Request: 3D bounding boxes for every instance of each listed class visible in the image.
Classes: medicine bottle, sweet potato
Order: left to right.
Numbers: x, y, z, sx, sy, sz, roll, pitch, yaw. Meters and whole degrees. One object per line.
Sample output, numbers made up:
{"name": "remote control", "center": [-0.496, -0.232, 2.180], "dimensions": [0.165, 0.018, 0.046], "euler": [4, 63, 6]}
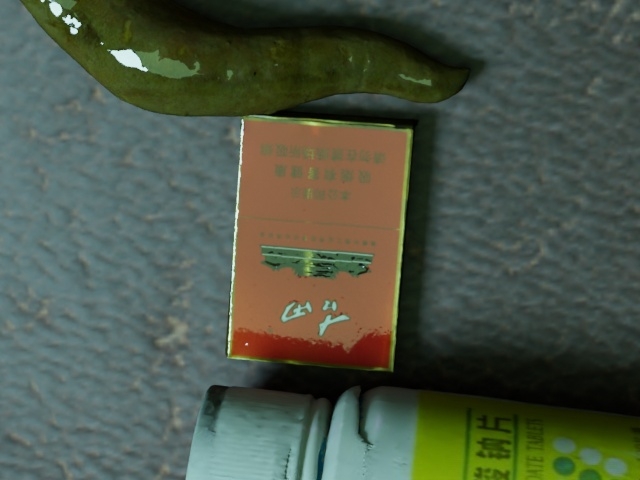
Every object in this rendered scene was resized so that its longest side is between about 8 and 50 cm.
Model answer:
{"name": "sweet potato", "center": [-0.052, -0.091, 0.807], "dimensions": [0.249, 0.059, 0.069], "euler": [15, 92, -3]}
{"name": "medicine bottle", "center": [0.064, 0.147, 0.808], "dimensions": [0.258, 0.143, 0.143], "euler": [6, 104, 4]}

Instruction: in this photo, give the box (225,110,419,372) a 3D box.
{"name": "box", "center": [0.000, 0.000, 0.839], "dimensions": [0.090, 0.023, 0.133], "euler": [7, 103, 5]}
